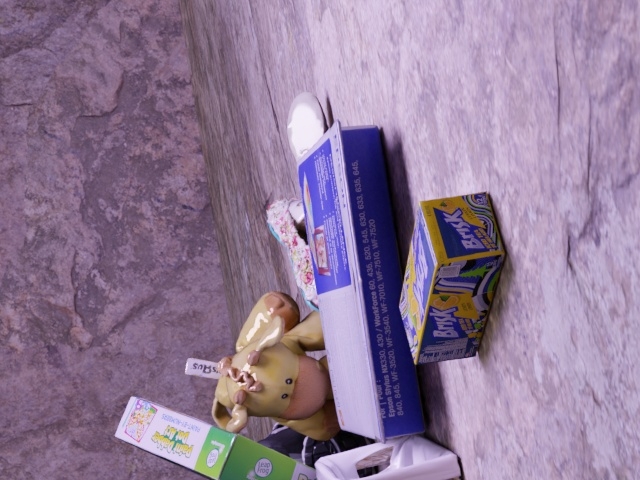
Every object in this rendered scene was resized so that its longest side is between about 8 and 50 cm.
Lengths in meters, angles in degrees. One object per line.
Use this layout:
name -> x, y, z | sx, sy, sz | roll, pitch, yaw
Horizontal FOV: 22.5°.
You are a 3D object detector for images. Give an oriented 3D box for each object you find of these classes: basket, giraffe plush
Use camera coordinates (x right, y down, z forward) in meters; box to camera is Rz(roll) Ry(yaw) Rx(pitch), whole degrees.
basket -> 0.068, 0.250, 1.504 | 0.167, 0.113, 0.103 | -176, 73, -81
giraffe plush -> -0.048, 0.148, 1.804 | 0.170, 0.210, 0.181 | 161, 102, -87

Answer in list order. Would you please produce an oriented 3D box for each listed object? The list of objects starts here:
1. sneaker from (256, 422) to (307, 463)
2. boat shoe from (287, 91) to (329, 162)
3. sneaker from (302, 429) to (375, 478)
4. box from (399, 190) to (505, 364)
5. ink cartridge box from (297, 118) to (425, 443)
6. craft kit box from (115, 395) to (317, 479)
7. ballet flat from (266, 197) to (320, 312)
sneaker -> -0.031, 0.219, 2.051 | 0.229, 0.086, 0.132 | 7, -95, -69
boat shoe -> -0.004, -0.103, 1.852 | 0.043, 0.049, 0.137 | -10, -89, -59
sneaker -> 0.032, 0.345, 1.956 | 0.108, 0.100, 0.271 | -56, -36, -88
box -> 0.099, 0.032, 1.242 | 0.169, 0.054, 0.059 | 96, 163, -59
ink cartridge box -> 0.044, 0.045, 1.608 | 0.307, 0.072, 0.303 | 155, 107, -80
craft kit box -> -0.058, 0.250, 1.703 | 0.247, 0.250, 0.061 | 2, 67, 58
ballet flat -> 0.000, 0.000, 1.877 | 0.077, 0.091, 0.241 | -62, 28, 21
